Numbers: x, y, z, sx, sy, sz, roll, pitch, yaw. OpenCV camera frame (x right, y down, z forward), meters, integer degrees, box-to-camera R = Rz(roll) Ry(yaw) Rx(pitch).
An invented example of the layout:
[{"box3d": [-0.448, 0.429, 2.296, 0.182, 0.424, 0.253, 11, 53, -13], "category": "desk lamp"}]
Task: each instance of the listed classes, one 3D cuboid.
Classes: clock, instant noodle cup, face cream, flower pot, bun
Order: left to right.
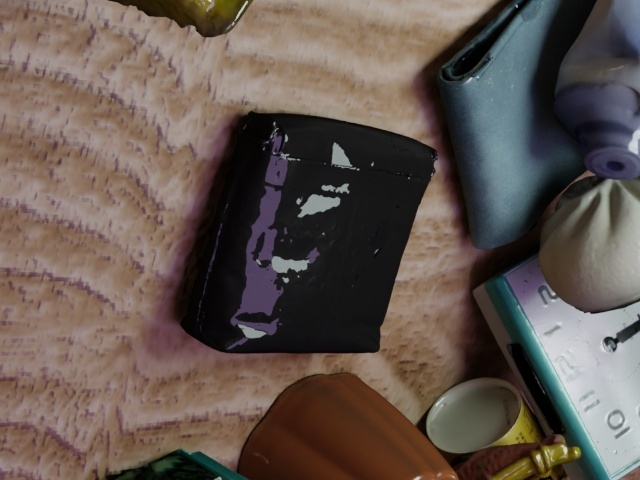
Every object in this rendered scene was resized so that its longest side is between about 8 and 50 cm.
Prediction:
[{"box3d": [0.038, 0.249, 1.495, 0.190, 0.173, 0.191, -22, 126, -34], "category": "flower pot"}, {"box3d": [0.189, 0.236, 1.674, 0.151, 0.151, 0.122, -44, 128, -19], "category": "instant noodle cup"}, {"box3d": [0.311, 0.122, 1.693, 0.231, 0.116, 0.262, -28, 88, -29], "category": "clock"}, {"box3d": [0.302, -0.011, 1.558, 0.173, 0.173, 0.120, -40, 112, -23], "category": "bun"}, {"box3d": [0.355, -0.251, 1.559, 0.235, 0.137, 0.420, 48, 56, -46], "category": "face cream"}]

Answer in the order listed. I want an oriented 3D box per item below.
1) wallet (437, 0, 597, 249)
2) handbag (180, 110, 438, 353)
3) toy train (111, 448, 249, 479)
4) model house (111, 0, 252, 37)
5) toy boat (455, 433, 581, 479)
[{"box3d": [0.239, -0.159, 1.560, 0.290, 0.054, 0.251, -44, 139, -22], "category": "wallet"}, {"box3d": [0.000, 0.000, 1.381, 0.246, 0.080, 0.223, 5, 107, -48], "category": "handbag"}, {"box3d": [-0.146, 0.286, 1.380, 0.198, 0.107, 0.154, -22, 119, -38], "category": "toy train"}, {"box3d": [-0.117, -0.286, 1.020, 0.193, 0.174, 0.234, -53, 142, -9], "category": "model house"}, {"box3d": [0.149, 0.311, 1.574, 0.318, 0.099, 0.141, -55, 157, 16], "category": "toy boat"}]
